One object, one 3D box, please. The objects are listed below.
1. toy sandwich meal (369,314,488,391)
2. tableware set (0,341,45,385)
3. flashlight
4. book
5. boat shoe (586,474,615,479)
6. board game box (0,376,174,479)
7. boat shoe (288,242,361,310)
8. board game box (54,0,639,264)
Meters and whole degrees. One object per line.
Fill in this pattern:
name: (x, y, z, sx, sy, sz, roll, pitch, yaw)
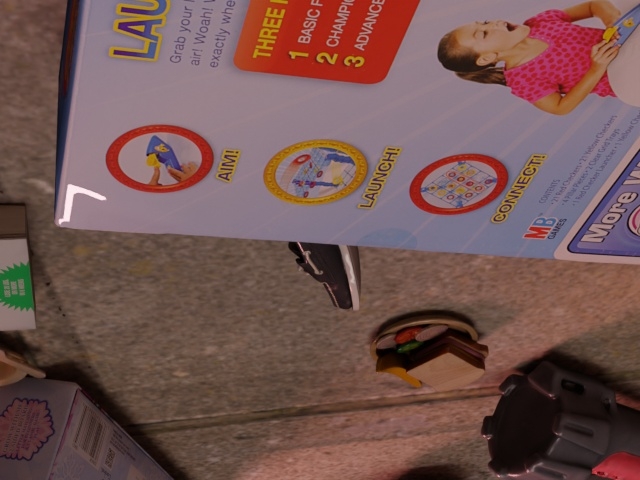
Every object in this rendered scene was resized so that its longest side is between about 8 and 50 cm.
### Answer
toy sandwich meal: (0.076, 0.082, 0.816, 0.086, 0.029, 0.085, -5, 148, -3)
tableware set: (-0.273, 0.078, 0.755, 0.169, 0.020, 0.141, -20, 146, 21)
flashlight: (0.255, 0.189, 0.957, 0.304, 0.103, 0.103, 20, 143, -38)
book: (-0.237, 0.020, 0.651, 0.144, 0.035, 0.096, -3, 143, -12)
boat shoe: (0.255, 0.270, 1.130, 0.183, 0.065, 0.083, -2, 150, 6)
board game box: (-0.194, 0.309, 0.861, 0.066, 0.318, 0.318, 4, 151, 17)
boat shoe: (0.000, 0.000, 0.655, 0.038, 0.046, 0.125, -9, 146, 5)
board game box: (0.067, -0.115, 0.427, 0.302, 0.086, 0.308, 4, 144, -16)
